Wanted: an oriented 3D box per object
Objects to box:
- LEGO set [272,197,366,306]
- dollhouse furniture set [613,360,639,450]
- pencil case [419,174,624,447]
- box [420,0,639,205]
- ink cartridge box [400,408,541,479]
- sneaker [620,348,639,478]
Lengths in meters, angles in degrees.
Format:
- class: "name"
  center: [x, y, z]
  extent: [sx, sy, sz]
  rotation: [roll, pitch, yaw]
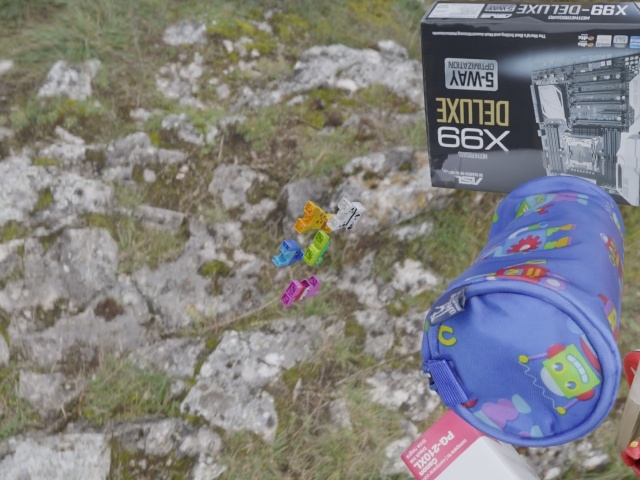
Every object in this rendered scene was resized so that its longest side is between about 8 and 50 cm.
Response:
- class: "LEGO set"
  center: [0.000, 0.000, 1.421]
  extent: [0.093, 0.227, 0.087]
  rotation: [-3, 43, -49]
- class: "dollhouse furniture set"
  center: [0.413, 0.361, 0.879]
  extent: [0.256, 0.362, 0.394]
  rotation: [18, 64, 23]
- class: "pencil case"
  center: [0.164, 0.040, 0.625]
  extent: [0.306, 0.133, 0.119]
  rotation: [-40, 113, -62]
- class: "box"
  center: [0.286, -0.172, 1.023]
  extent: [0.307, 0.242, 0.076]
  rotation: [8, 39, 21]
- class: "ink cartridge box"
  center: [0.225, 0.327, 0.951]
  extent: [0.100, 0.172, 0.237]
  rotation: [-44, 48, 6]
- class: "sneaker"
  center: [0.526, 0.308, 1.288]
  extent: [0.118, 0.107, 0.279]
  rotation: [-7, 70, -13]
